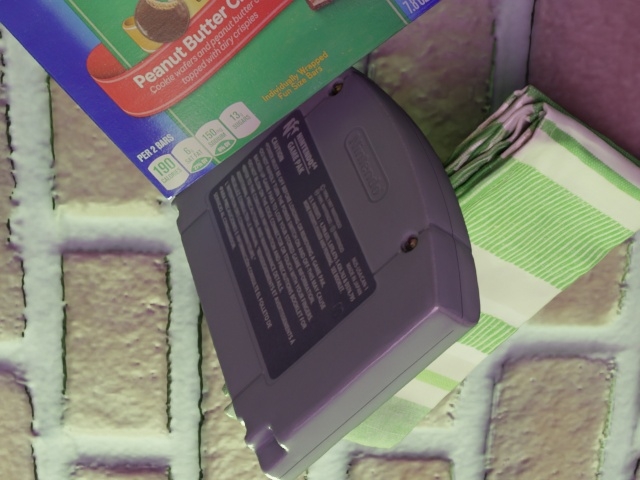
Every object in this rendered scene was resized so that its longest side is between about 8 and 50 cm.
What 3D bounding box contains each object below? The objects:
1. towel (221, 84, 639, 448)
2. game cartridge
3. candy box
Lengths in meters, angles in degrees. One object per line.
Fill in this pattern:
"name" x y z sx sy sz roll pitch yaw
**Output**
"towel" 0.102 0.038 1.151 0.325 0.038 0.248 -45 146 17
"game cartridge" 0.000 0.000 1.053 0.060 0.294 0.196 29 116 -36
"candy box" -0.099 -0.232 1.015 0.268 0.122 0.317 -35 113 15
